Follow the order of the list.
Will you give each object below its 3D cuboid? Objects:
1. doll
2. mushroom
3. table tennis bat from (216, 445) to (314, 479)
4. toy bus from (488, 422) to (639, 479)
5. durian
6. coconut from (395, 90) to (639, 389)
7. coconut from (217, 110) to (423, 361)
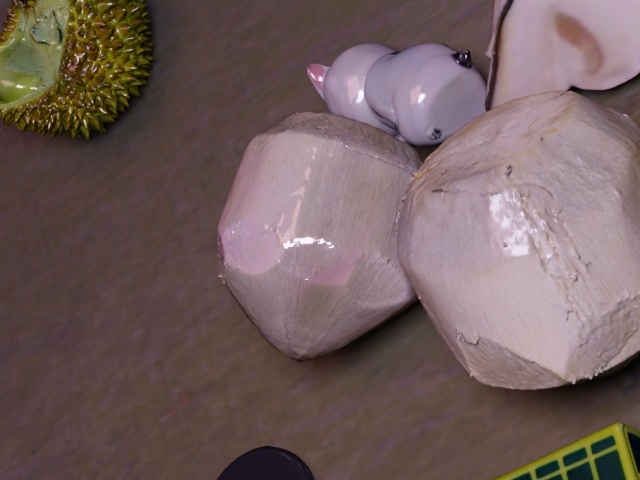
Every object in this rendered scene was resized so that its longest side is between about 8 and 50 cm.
[{"bbox_3d":[0.081,-0.144,1.829,0.180,0.110,0.107,6,95,46],"label":"doll"},{"bbox_3d":[0.242,-0.227,1.732,0.162,0.173,0.236,9,121,6],"label":"mushroom"},{"bbox_3d":[-0.058,0.316,1.816,0.150,0.027,0.236,-26,56,30],"label":"table tennis bat"},{"bbox_3d":[0.186,0.268,1.560,0.262,0.128,0.150,-29,54,26],"label":"toy bus"},{"bbox_3d":[-0.290,-0.229,2.132,0.200,0.176,0.237,2,79,31],"label":"durian"},{"bbox_3d":[0.198,0.016,1.581,0.245,0.247,0.245,-27,19,10],"label":"coconut"},{"bbox_3d":[0.000,0.000,1.770,0.224,0.224,0.234,16,81,43],"label":"coconut"}]
